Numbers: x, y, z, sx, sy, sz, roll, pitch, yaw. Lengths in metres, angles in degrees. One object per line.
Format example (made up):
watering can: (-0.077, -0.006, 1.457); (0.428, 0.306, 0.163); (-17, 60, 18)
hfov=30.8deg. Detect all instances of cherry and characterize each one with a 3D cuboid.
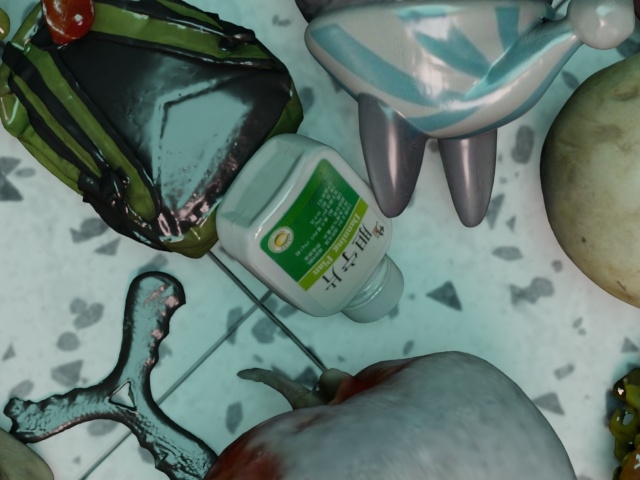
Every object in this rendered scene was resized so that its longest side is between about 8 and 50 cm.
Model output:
cherry: (0.067, 0.246, 0.922); (0.335, 0.291, 0.326); (44, 55, -13)

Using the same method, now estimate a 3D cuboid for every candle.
candle: (-0.244, -0.300, 0.981); (0.048, 0.051, 0.329); (-8, 64, -25)

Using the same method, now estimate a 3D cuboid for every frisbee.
frisbee: (-0.189, 0.148, 1.038); (0.187, 0.012, 0.211); (-17, 89, -5)

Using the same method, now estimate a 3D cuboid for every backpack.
backpack: (-0.154, -0.118, 0.996); (0.253, 0.140, 0.207); (33, 84, 5)

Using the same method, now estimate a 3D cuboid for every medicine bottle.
medicine bottle: (0.000, 0.000, 0.984); (0.119, 0.069, 0.183); (-55, 135, -11)

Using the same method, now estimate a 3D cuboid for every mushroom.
mushroom: (0.319, -0.051, 1.006); (0.255, 0.184, 0.255); (0, 86, -8)

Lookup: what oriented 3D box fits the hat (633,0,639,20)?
hat: (0.367, -0.264, 1.073); (0.205, 0.089, 0.205); (0, 85, 0)

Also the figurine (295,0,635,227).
figurine: (0.152, -0.202, 0.985); (0.361, 0.266, 0.377); (0, 112, 11)

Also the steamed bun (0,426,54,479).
steamed bun: (-0.390, 0.272, 0.895); (0.368, 0.255, 0.342); (5, 83, -6)

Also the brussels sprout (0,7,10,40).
brussels sprout: (-0.443, -0.221, 0.912); (0.276, 0.315, 0.371); (-30, 93, 34)

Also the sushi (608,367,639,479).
sushi: (0.383, 0.166, 1.020); (0.296, 0.179, 0.167); (-44, 114, 9)
